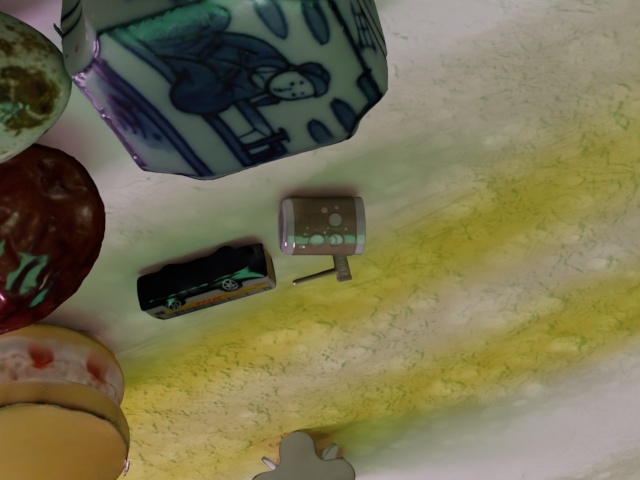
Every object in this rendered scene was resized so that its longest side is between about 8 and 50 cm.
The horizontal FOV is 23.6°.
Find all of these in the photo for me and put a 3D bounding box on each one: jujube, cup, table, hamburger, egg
[{"bbox_3d":[-0.356,0.011,1.712,0.197,0.197,0.290,19,137,-34],"label":"jujube"},{"bbox_3d":[-0.001,-0.005,1.858,0.099,0.074,0.102,0,125,-8],"label":"cup"},{"bbox_3d":[-0.011,0.410,2.416,0.166,0.166,0.198,-12,154,6],"label":"table"},{"bbox_3d":[-0.379,0.236,2.044,0.261,0.186,0.303,-12,136,3],"label":"hamburger"},{"bbox_3d":[-0.348,-0.148,1.489,0.231,0.169,0.169,-3,149,22],"label":"egg"}]

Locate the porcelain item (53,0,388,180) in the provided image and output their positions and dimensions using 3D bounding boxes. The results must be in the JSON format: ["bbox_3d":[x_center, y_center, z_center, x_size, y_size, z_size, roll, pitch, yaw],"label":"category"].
[{"bbox_3d":[-0.093,-0.195,1.496,0.286,0.157,0.281,-15,147,11],"label":"porcelain item"}]

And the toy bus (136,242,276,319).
[{"bbox_3d":[-0.143,0.053,1.940,0.172,0.057,0.072,-17,154,13],"label":"toy bus"}]
